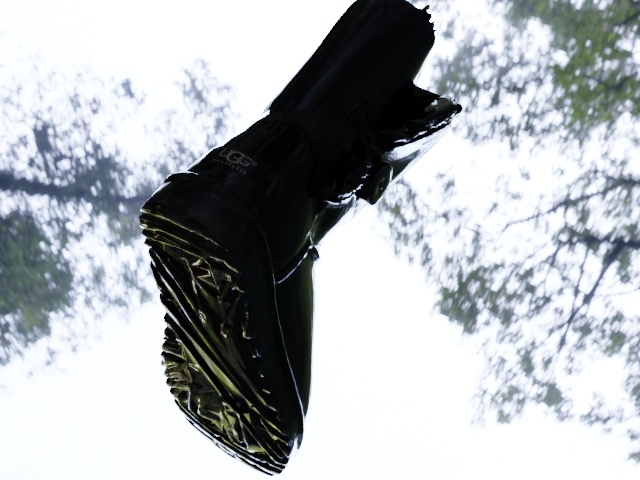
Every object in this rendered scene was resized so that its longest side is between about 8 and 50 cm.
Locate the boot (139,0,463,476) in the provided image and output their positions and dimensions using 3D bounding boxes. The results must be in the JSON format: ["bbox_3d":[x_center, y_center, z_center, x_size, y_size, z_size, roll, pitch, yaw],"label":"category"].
[{"bbox_3d":[0.000,0.000,0.698,0.094,0.246,0.207,27,-126,26],"label":"boot"}]
